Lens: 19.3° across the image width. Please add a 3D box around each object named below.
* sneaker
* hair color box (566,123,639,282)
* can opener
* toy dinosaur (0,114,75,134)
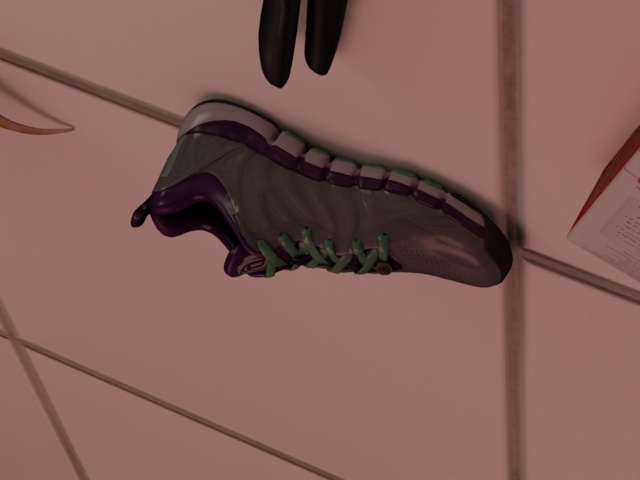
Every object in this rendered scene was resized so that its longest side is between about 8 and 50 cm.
[{"bbox_3d":[0.000,0.000,1.131,0.223,0.098,0.083,22,154,18],"label":"sneaker"},{"bbox_3d":[0.195,-0.028,0.924,0.093,0.053,0.167,31,156,1],"label":"hair color box"},{"bbox_3d":[-0.008,-0.134,0.961,0.059,0.073,0.186,-12,153,-2],"label":"can opener"},{"bbox_3d":[-0.264,-0.106,1.274,0.183,0.053,0.092,40,152,-20],"label":"toy dinosaur"}]
